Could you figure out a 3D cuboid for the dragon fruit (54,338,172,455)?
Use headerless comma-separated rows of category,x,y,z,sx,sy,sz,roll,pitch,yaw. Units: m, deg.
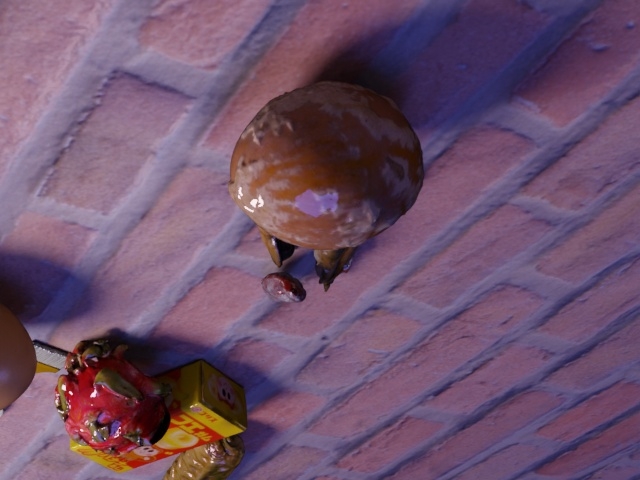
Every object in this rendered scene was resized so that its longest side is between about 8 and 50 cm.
dragon fruit,-0.325,0.242,1.525,0.166,0.160,0.172,-35,126,7

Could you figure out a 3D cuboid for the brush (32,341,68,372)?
brush,-0.492,0.218,1.589,0.205,0.011,0.083,-31,139,30

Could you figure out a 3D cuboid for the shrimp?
shrimp,-0.016,-0.002,1.325,0.145,0.059,0.254,5,142,-11

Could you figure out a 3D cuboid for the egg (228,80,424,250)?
egg,0.006,-0.082,1.098,0.233,0.195,0.195,-21,156,-37

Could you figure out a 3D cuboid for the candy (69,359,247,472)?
candy,-0.278,0.307,1.680,0.276,0.088,0.146,-22,140,21

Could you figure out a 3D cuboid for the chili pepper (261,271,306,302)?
chili pepper,-0.050,0.066,1.377,0.050,0.041,0.153,12,172,-18

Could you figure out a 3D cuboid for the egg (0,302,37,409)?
egg,-0.512,0.158,1.343,0.244,0.201,0.201,17,138,-34

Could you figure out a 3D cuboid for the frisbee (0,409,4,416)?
frisbee,-0.589,0.281,1.650,0.110,0.014,0.110,-2,147,-1

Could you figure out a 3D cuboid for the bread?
bread,-0.222,0.430,1.861,0.087,0.098,0.269,-34,167,-43
